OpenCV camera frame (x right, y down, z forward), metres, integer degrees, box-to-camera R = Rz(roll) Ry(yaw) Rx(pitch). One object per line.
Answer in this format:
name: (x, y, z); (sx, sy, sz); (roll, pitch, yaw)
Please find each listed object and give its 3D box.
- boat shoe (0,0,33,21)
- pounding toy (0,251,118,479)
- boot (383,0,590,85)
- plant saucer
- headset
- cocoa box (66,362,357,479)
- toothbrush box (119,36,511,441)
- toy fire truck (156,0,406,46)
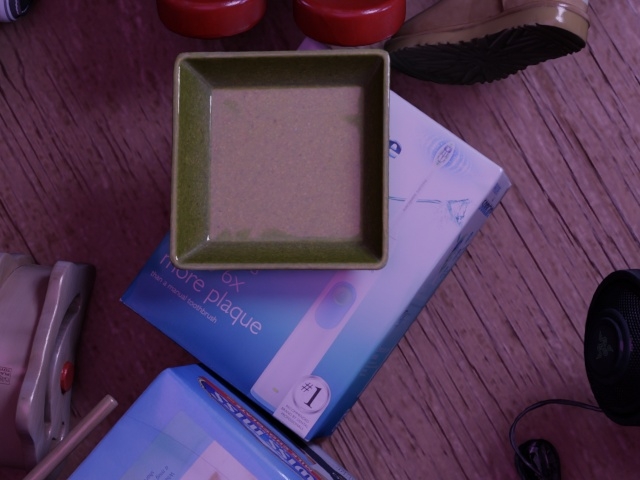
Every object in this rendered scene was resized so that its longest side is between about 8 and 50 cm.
boat shoe: (-0.253, -0.312, 1.725); (0.076, 0.080, 0.228); (14, 82, 11)
pounding toy: (-0.243, 0.143, 1.672); (0.155, 0.154, 0.269); (8, 70, 9)
boot: (0.174, -0.283, 1.642); (0.236, 0.089, 0.269); (-7, 65, 44)
plant saucer: (-0.032, -0.066, 1.564); (0.188, 0.045, 0.188); (0, 85, 9)
headset: (0.322, 0.129, 1.538); (0.394, 0.243, 0.185); (-34, 53, 34)
cocoa box: (-0.140, 0.305, 1.597); (0.231, 0.228, 0.347); (42, 94, 8)
toothbrush box: (0.000, 0.000, 1.642); (0.216, 0.126, 0.295); (37, 92, 10)
toy fire truck: (-0.027, -0.311, 1.625); (0.302, 0.254, 0.169); (5, 128, 10)
